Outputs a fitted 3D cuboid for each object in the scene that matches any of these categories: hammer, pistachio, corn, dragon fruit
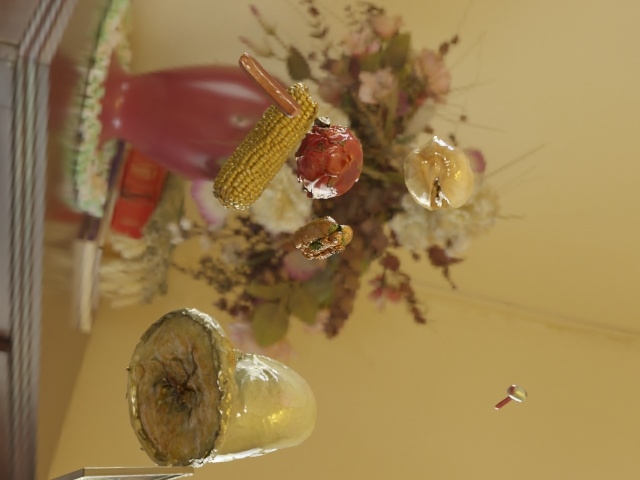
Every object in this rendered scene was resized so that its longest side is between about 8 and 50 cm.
[{"bbox_3d":[0.435,0.367,2.392,0.083,0.053,0.031,-43,-151,29],"label":"hammer"},{"bbox_3d":[0.270,-0.144,2.342,0.229,0.157,0.157,46,50,-65],"label":"pistachio"},{"bbox_3d":[-0.105,-0.184,2.070,0.293,0.106,0.106,-51,-172,2],"label":"corn"},{"bbox_3d":[0.023,-0.199,2.592,0.172,0.172,0.209,-93,-171,-65],"label":"dragon fruit"}]

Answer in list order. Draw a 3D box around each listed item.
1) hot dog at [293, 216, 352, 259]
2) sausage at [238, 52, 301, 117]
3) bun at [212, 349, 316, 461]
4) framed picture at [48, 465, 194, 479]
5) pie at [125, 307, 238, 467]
[{"bbox_3d":[0.000,0.000,1.767,0.188,0.072,0.055,153,-42,-71],"label":"hot dog"},{"bbox_3d":[-0.089,-0.271,1.827,0.035,0.147,0.030,-43,-175,2],"label":"sausage"},{"bbox_3d":[-0.192,0.322,2.089,0.361,0.361,0.212,-171,-103,-84],"label":"bun"},{"bbox_3d":[-0.337,0.383,1.647,0.250,0.184,0.016,-29,-119,52],"label":"framed picture"},{"bbox_3d":[-0.232,0.249,1.733,0.274,0.055,0.274,-6,-99,40],"label":"pie"}]
